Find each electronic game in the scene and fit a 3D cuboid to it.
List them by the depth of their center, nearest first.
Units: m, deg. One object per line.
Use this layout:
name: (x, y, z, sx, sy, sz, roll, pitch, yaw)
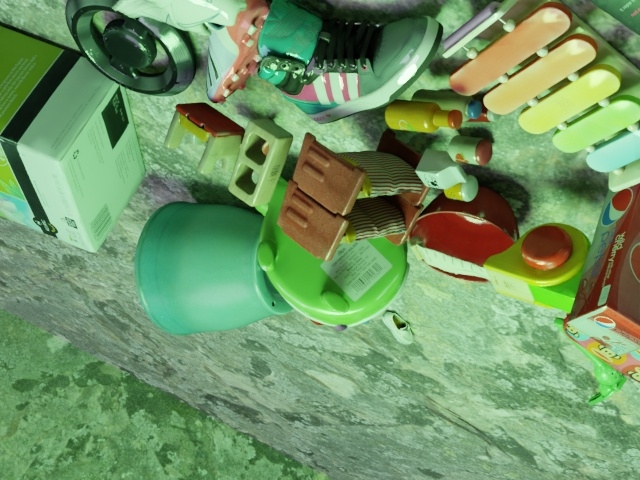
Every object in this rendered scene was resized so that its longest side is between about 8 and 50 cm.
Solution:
electronic game: (-0.304, -0.317, 1.442, 0.229, 0.048, 0.229, 19, 150, 12)

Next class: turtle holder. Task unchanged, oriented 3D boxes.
turtle holder: (0.000, 0.019, 1.559, 0.320, 0.244, 0.227, 15, 166, 13)

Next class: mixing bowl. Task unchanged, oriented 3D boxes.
mixing bowl: (0.237, -0.024, 1.420, 0.181, 0.098, 0.181, 15, 147, 10)

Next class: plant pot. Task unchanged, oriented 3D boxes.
plant pot: (-0.176, 0.052, 1.750, 0.255, 0.272, 0.272, -2, 141, 33)

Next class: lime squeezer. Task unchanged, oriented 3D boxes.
lime squeezer: (0.527, 0.260, 1.713, 0.109, 0.059, 0.310, 5, 147, 34)

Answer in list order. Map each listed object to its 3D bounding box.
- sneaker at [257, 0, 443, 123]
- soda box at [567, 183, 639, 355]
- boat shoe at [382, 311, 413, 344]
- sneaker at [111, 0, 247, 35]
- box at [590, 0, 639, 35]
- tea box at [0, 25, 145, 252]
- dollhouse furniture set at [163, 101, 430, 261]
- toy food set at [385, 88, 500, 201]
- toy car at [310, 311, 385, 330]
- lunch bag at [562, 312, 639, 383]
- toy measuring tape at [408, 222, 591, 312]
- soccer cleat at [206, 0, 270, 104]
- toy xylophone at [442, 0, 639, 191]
sneaker: (0.012, -0.262, 1.199, 0.178, 0.124, 0.295, 30, 155, -27)
soda box: (0.409, 0.010, 1.161, 0.092, 0.263, 0.083, 30, 152, -9)
boat shoe: (0.173, 0.187, 1.915, 0.035, 0.035, 0.100, -6, 132, 49)
sneaker: (-0.192, -0.321, 1.199, 0.129, 0.111, 0.297, 34, 180, -25)
box: (0.342, -0.291, 0.831, 0.270, 0.143, 0.165, 31, 154, -10)
tea box: (-0.534, -0.190, 1.671, 0.323, 0.220, 0.329, 22, 152, 10)
dollhouse furniture set: (-0.033, -0.134, 1.372, 0.374, 0.201, 0.152, 36, 119, 29)
toy food set: (0.194, -0.137, 1.244, 0.104, 0.111, 0.232, 13, 157, 39)
toy car: (0.040, 0.114, 1.790, 0.181, 0.136, 0.159, 9, 147, 30)
lunch bag: (0.561, 0.131, 1.410, 0.293, 0.120, 0.258, 30, 148, -9)
toy measuring tape: (0.284, 0.018, 1.301, 0.330, 0.121, 0.121, 19, 154, 42)
soccer cleat: (-0.136, -0.292, 1.326, 0.095, 0.083, 0.248, 46, 154, 5)
toy xylophone: (0.315, -0.199, 1.081, 0.322, 0.081, 0.236, 31, 152, -8)
